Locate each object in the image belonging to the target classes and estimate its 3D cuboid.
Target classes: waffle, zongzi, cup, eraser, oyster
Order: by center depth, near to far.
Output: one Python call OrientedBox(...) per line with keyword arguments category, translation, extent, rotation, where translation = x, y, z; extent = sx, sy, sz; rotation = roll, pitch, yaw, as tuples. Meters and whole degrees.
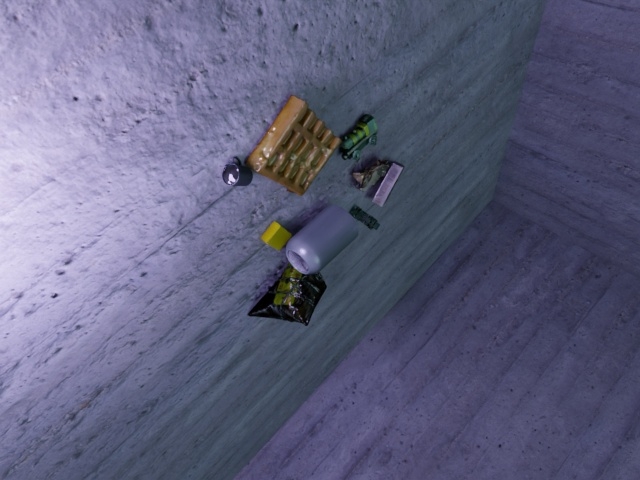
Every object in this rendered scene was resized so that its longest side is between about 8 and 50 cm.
OrientedBox(category="cup", translation=(-0.279, -0.232, 1.374), extent=(0.077, 0.078, 0.100), rotation=(-4, 95, -59))
OrientedBox(category="waffle", translation=(-0.088, -0.331, 1.524), extent=(0.304, 0.077, 0.348), rotation=(-55, 150, 7))
OrientedBox(category="eraser", translation=(-0.187, -0.018, 1.751), extent=(0.097, 0.045, 0.122), rotation=(-52, 152, 0))
OrientedBox(category="cup", translation=(0.000, 0.000, 1.844), extent=(0.312, 0.206, 0.205), rotation=(-41, 149, -29))
OrientedBox(category="zongzi", translation=(-0.164, 0.264, 1.960), extent=(0.319, 0.363, 0.383), rotation=(63, 33, -34))
OrientedBox(category="oyster", translation=(0.248, -0.321, 2.004), extent=(0.214, 0.083, 0.223), rotation=(-34, 164, -14))

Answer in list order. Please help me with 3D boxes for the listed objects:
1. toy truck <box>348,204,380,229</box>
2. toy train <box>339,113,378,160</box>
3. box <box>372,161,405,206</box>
OrientedBox(category="toy truck", translation=(0.235, -0.113, 2.115), extent=(0.067, 0.175, 0.081), rotation=(-55, 157, 4))
OrientedBox(category="toy train", translation=(0.162, -0.439, 1.762), extent=(0.200, 0.083, 0.132), rotation=(-44, 138, -15))
OrientedBox(category="box", translation=(0.360, -0.298, 2.152), extent=(0.233, 0.067, 0.149), rotation=(-63, 169, 19))
